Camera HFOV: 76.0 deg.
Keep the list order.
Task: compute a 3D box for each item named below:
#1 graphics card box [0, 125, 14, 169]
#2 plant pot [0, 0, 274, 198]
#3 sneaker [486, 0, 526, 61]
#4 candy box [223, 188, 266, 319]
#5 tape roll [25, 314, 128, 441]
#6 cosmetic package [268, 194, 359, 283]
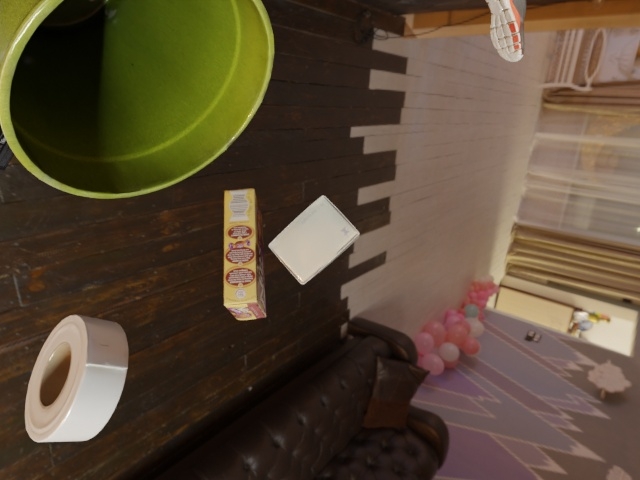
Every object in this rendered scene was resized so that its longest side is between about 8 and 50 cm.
[{"bbox_3d":[-0.813,-0.291,0.901,0.232,0.094,0.371,-58,-179,3],"label":"graphics card box"},{"bbox_3d":[-0.320,-0.313,0.594,0.366,0.353,0.366,-37,164,-13],"label":"plant pot"},{"bbox_3d":[0.311,-0.370,0.656,0.065,0.061,0.158,-36,123,-8],"label":"sneaker"},{"bbox_3d":[-0.121,0.024,0.656,0.109,0.053,0.186,92,-8,-68],"label":"candy box"},{"bbox_3d":[-0.584,0.325,0.979,0.100,0.286,0.286,30,79,-46],"label":"tape roll"},{"bbox_3d":[0.000,0.000,0.961,0.160,0.113,0.309,-42,175,3],"label":"cosmetic package"}]
